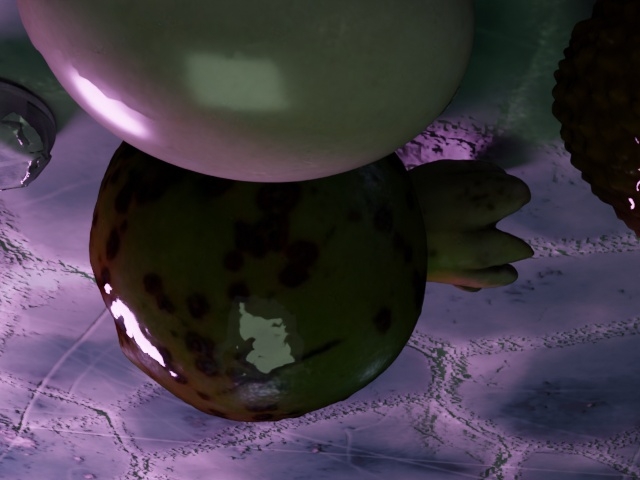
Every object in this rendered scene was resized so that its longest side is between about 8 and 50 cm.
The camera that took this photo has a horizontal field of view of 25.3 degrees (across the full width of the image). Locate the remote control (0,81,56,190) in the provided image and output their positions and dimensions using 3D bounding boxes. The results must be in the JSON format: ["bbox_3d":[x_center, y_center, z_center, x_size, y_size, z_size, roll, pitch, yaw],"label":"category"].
[{"bbox_3d":[-0.313,-0.064,1.054,0.247,0.052,0.104,-9,148,18],"label":"remote control"}]

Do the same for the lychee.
[{"bbox_3d":[0.253,-0.074,0.817,0.238,0.200,0.200,10,152,20],"label":"lychee"}]

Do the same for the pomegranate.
[{"bbox_3d":[0.001,0.010,0.951,0.305,0.242,0.242,5,149,-4],"label":"pomegranate"}]

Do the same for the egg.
[{"bbox_3d":[-0.039,-0.126,0.770,0.253,0.187,0.186,13,149,-9],"label":"egg"}]
